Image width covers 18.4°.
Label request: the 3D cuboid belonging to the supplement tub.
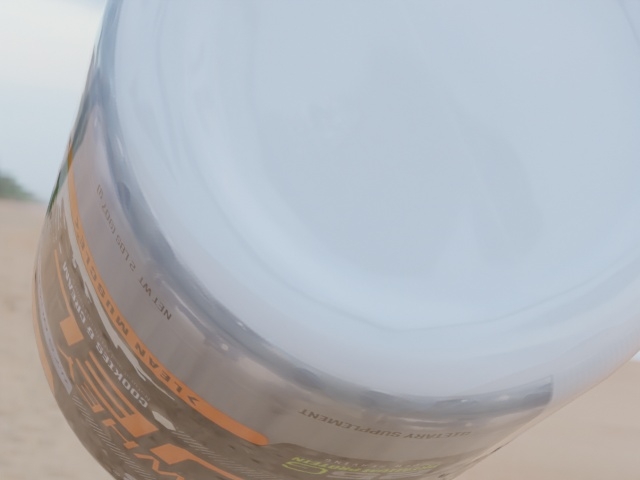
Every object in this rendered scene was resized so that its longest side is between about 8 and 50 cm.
[{"bbox_3d":[0.000,0.000,0.698,0.193,0.194,0.316,6,-18,-10],"label":"supplement tub"}]
